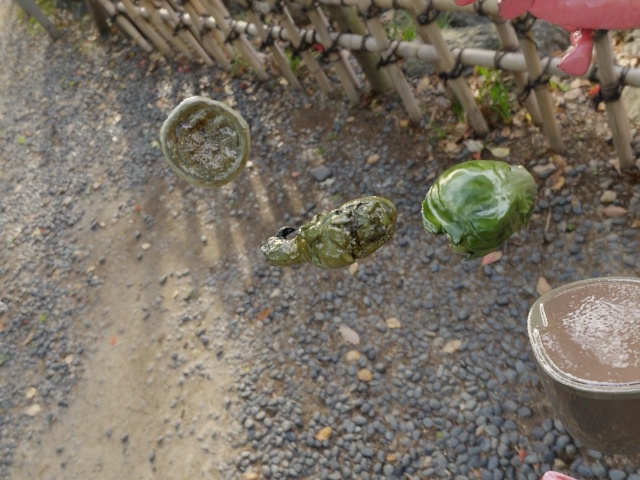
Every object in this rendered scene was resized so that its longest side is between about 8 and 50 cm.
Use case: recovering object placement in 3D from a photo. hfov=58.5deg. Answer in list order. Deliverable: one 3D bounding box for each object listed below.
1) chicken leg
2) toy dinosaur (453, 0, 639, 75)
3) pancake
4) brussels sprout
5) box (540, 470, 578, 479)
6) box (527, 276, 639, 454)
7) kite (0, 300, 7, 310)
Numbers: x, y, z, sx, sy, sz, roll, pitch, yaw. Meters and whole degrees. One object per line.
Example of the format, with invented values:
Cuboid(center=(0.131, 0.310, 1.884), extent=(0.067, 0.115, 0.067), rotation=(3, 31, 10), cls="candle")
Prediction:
Cuboid(center=(0.000, 0.000, 0.794), extent=(0.227, 0.088, 0.103), rotation=(-16, 23, 26), cls="chicken leg")
Cuboid(center=(0.217, -0.173, 0.332), extent=(0.286, 0.070, 0.139), rotation=(5, 68, 20), cls="toy dinosaur")
Cuboid(center=(-0.170, -0.148, 0.861), extent=(0.139, 0.139, 0.022), rotation=(-45, 17, -6), cls="pancake")
Cuboid(center=(0.235, -0.054, 0.835), extent=(0.181, 0.100, 0.139), rotation=(-32, 82, 2), cls="brussels sprout")
Cuboid(center=(0.227, 0.390, 0.378), extent=(0.300, 0.312, 0.314), rotation=(20, 65, 23), cls="box")
Cuboid(center=(0.549, 0.238, 1.080), extent=(0.300, 0.216, 0.301), rotation=(-15, 34, 11), cls="box")
Cuboid(center=(-0.433, 0.066, 0.555), extent=(0.127, 0.229, 0.016), rotation=(-1, 89, 56), cls="kite")
